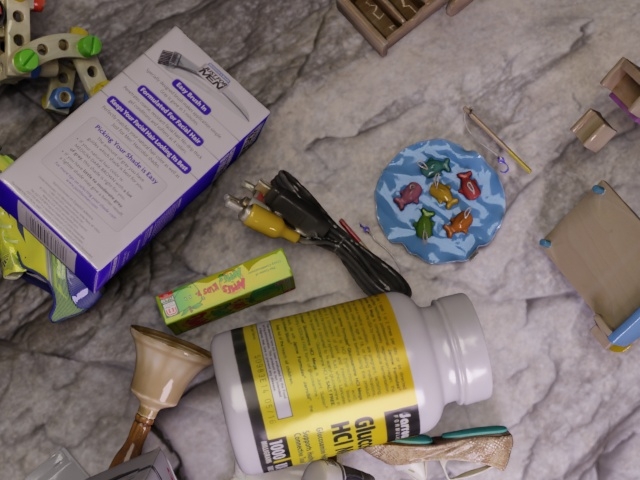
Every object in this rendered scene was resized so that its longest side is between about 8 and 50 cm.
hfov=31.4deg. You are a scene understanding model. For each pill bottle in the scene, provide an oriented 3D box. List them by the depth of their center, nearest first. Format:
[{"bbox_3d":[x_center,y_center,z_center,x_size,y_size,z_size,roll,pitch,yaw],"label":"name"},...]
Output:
[{"bbox_3d":[0.040,0.173,1.457,0.334,0.188,0.187,-13,76,-3],"label":"pill bottle"}]

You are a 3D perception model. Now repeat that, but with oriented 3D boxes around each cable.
[{"bbox_3d":[0.000,0.000,1.583,0.287,0.139,0.072,38,114,-5],"label":"cable"}]

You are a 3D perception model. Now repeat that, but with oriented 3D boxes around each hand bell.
[{"bbox_3d":[-0.239,0.247,1.520,0.126,0.126,0.242,22,88,7],"label":"hand bell"}]

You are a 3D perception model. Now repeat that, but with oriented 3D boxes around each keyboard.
[{"bbox_3d":[-0.419,0.380,1.499,0.256,0.014,0.072,-39,79,-20],"label":"keyboard"}]

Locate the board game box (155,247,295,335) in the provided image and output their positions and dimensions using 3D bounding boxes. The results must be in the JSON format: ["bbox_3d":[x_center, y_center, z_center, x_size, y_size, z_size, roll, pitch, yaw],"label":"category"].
[{"bbox_3d":[-0.127,0.071,1.555,0.181,0.092,0.043,-21,77,-4],"label":"board game box"}]

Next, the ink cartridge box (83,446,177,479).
[{"bbox_3d":[-0.216,0.394,1.344,0.129,0.307,0.223,-22,91,-3],"label":"ink cartridge box"}]

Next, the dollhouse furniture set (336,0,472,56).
[{"bbox_3d":[0.116,-0.388,1.590,0.161,0.242,0.212,-39,78,-8],"label":"dollhouse furniture set"}]

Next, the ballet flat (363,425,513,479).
[{"bbox_3d":[0.153,0.286,1.508,0.206,0.073,0.067,-3,90,4],"label":"ballet flat"}]

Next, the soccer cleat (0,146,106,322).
[{"bbox_3d":[-0.414,-0.013,1.584,0.121,0.093,0.289,-39,78,-7],"label":"soccer cleat"}]

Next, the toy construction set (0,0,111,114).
[{"bbox_3d":[-0.409,-0.346,1.621,0.215,0.151,0.327,1,71,-37],"label":"toy construction set"}]

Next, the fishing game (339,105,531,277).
[{"bbox_3d":[0.168,-0.056,1.607,0.264,0.041,0.189,-38,78,-6],"label":"fishing game"}]

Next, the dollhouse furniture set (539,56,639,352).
[{"bbox_3d":[0.446,-0.032,1.584,0.303,0.198,0.286,-50,54,20],"label":"dollhouse furniture set"}]

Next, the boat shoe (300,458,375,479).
[{"bbox_3d":[0.000,0.436,1.458,0.102,0.108,0.301,20,78,-22],"label":"boat shoe"}]

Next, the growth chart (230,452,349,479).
[{"bbox_3d":[-0.038,0.270,1.539,0.172,0.021,0.237,12,76,4],"label":"growth chart"}]

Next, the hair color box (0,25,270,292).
[{"bbox_3d":[-0.251,-0.114,1.550,0.185,0.110,0.339,43,67,4],"label":"hair color box"}]

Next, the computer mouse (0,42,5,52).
[{"bbox_3d":[-0.583,-0.210,1.656,0.189,0.072,0.272,23,65,9],"label":"computer mouse"}]
